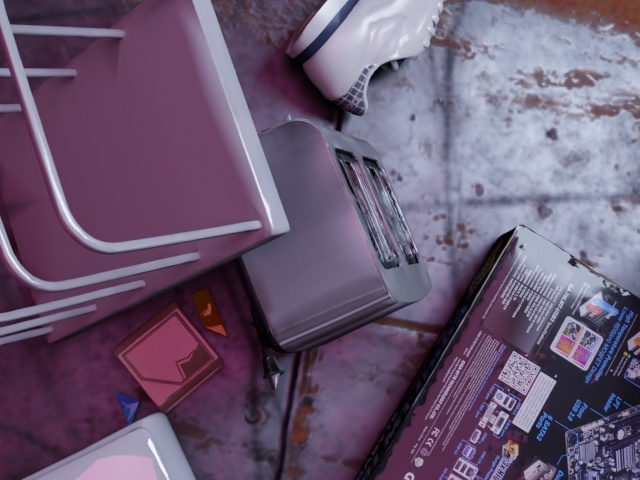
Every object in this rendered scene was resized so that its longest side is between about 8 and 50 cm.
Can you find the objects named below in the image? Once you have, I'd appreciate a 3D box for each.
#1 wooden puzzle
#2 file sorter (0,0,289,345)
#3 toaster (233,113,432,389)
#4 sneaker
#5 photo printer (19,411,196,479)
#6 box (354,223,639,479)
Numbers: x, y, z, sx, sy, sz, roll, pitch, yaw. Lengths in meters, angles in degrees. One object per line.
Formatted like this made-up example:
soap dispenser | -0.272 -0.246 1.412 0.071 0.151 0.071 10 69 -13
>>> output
wooden puzzle | -0.128 0.099 0.769 0.116 0.014 0.079 -32 81 -9
file sorter | -0.200 -0.040 0.631 0.173 0.277 0.193 -12 80 -52
toaster | 0.000 0.000 0.708 0.110 0.168 0.186 -24 83 17
sneaker | 0.074 -0.220 0.810 0.095 0.090 0.235 44 84 -10
photo printer | -0.171 0.323 0.682 0.255 0.107 0.308 -25 84 -8
box | 0.211 0.186 0.755 0.293 0.073 0.296 32 79 -1
